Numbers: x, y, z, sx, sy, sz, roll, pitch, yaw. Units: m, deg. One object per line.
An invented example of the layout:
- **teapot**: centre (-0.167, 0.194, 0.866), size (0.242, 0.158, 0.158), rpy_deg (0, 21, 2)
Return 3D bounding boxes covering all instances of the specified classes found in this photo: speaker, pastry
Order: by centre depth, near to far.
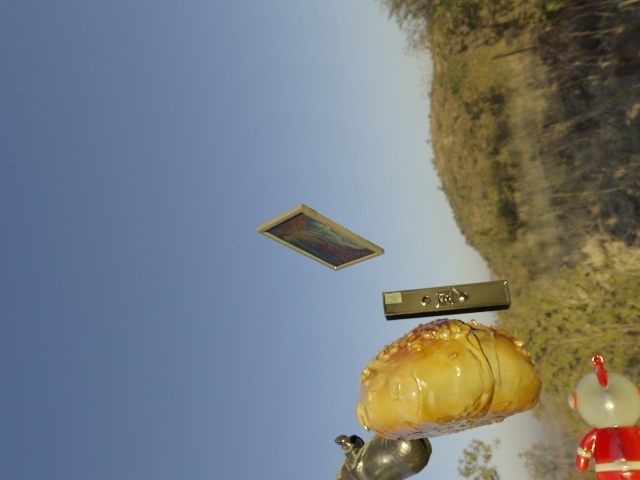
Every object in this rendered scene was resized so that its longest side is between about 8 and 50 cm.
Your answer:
- **speaker**: centre (0.195, 0.094, 0.853), size (0.046, 0.191, 0.040), rpy_deg (59, -153, -67)
- **pastry**: centre (0.214, 0.238, 0.963), size (0.284, 0.316, 0.184), rpy_deg (109, 152, -58)

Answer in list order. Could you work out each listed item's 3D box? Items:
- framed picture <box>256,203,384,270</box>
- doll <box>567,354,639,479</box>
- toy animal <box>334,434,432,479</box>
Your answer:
- **framed picture**: centre (0.000, 0.000, 1.273), size (0.250, 0.184, 0.016), rpy_deg (28, -121, -30)
- **doll**: centre (0.485, 0.310, 0.901), size (0.076, 0.143, 0.244), rpy_deg (45, -143, -51)
- **toy animal**: centre (0.091, 0.507, 1.180), size (0.168, 0.343, 0.106), rpy_deg (44, -172, 32)
